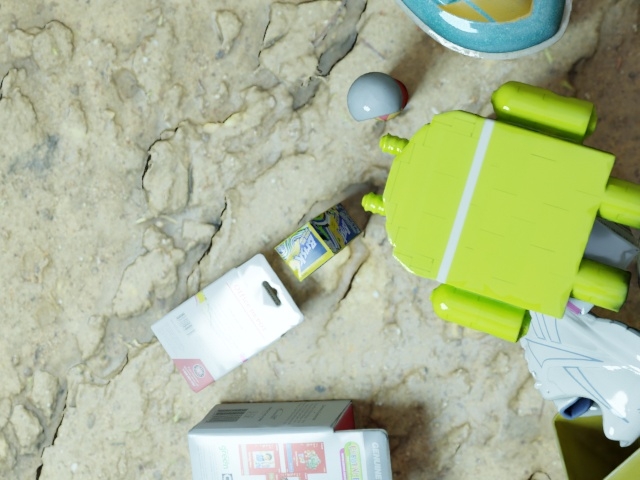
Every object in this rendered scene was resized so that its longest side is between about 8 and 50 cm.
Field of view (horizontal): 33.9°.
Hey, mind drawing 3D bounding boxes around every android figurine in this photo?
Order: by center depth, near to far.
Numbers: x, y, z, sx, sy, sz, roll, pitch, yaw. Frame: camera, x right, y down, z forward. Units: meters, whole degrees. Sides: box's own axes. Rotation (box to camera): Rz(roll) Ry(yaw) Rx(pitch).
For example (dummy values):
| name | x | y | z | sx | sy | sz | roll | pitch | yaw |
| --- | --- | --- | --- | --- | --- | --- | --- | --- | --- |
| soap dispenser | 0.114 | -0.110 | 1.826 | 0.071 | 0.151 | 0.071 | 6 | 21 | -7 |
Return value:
| name | x | y | z | sx | sy | sz | roll | pitch | yaw |
| --- | --- | --- | --- | --- | --- | --- | --- | --- | --- |
| android figurine | 0.177 | -0.029 | 1.025 | 0.273 | 0.056 | 0.248 | 16 | 101 | 11 |

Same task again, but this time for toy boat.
| name | x | y | z | sx | sy | sz | roll | pitch | yaw |
| --- | --- | --- | --- | --- | --- | --- | --- | --- | --- |
| toy boat | 0.146 | -0.273 | 1.263 | 0.267 | 0.148 | 0.318 | 36 | 106 | 7 |

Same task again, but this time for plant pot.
| name | x | y | z | sx | sy | sz | roll | pitch | yaw |
| --- | --- | --- | --- | --- | --- | --- | --- | --- | --- |
| plant pot | 0.429 | 0.252 | 1.257 | 0.187 | 0.212 | 0.212 | 41 | 107 | -9 |

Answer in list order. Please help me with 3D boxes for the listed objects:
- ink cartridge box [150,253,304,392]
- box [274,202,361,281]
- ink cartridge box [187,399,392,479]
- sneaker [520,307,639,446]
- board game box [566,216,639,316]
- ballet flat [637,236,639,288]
| name | x | y | z | sx | sy | sz | roll | pitch | yaw |
| --- | --- | --- | --- | --- | --- | --- | --- | --- | --- |
| ink cartridge box | -0.118 | 0.107 | 1.441 | 0.198 | 0.067 | 0.115 | -33 | 90 | 19 |
| box | 0.000 | 0.000 | 1.337 | 0.059 | 0.169 | 0.054 | -39 | 88 | 17 |
| ink cartridge box | -0.017 | 0.384 | 1.427 | 0.272 | 0.130 | 0.309 | -3 | 99 | 14 |
| sneaker | 0.287 | 0.131 | 1.241 | 0.111 | 0.297 | 0.129 | 31 | 91 | -35 |
| board game box | 0.236 | -0.038 | 1.197 | 0.224 | 0.303 | 0.097 | 37 | 105 | 7 |
| ballet flat | 0.533 | 0.081 | 1.238 | 0.342 | 0.116 | 0.124 | 22 | 118 | 16 |
